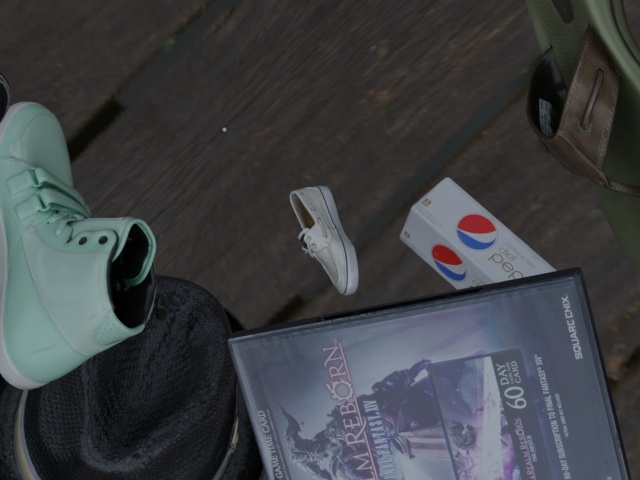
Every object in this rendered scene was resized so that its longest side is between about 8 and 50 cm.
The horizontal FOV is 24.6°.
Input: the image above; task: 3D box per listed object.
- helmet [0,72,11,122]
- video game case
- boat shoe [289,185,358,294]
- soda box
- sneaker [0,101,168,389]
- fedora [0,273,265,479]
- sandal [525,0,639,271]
[{"bbox_3d":[-0.275,-0.093,0.830,0.161,0.169,0.169,-36,96,8],"label":"helmet"},{"bbox_3d":[0.083,0.139,1.107,0.274,0.026,0.196,-12,103,17],"label":"video game case"},{"bbox_3d":[0.000,0.000,1.124,0.035,0.035,0.100,-4,58,-24],"label":"boat shoe"},{"bbox_3d":[0.196,0.029,1.691,0.216,0.074,0.069,42,62,15],"label":"soda box"},{"bbox_3d":[-0.193,-0.017,1.200,0.151,0.094,0.256,-22,62,28],"label":"sneaker"},{"bbox_3d":[-0.181,0.151,1.447,0.334,0.152,0.334,8,57,-13],"label":"fedora"},{"bbox_3d":[0.187,-0.109,1.070,0.086,0.120,0.303,-20,82,-22],"label":"sandal"}]
